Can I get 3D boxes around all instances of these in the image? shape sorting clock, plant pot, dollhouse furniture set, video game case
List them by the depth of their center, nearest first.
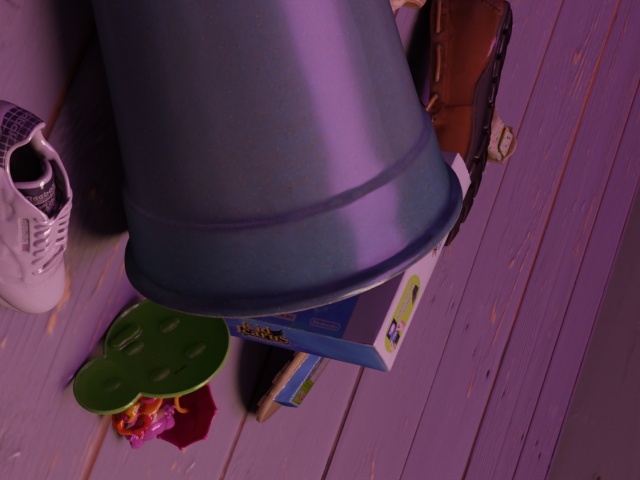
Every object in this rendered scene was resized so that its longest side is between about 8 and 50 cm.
[{"bbox_3d":[-0.059,-0.159,1.410,0.341,0.341,0.334,-46,133,-47],"label":"plant pot"},{"bbox_3d":[-0.007,-0.002,1.611,0.244,0.269,0.061,-64,149,-26],"label":"video game case"},{"bbox_3d":[-0.014,0.140,1.845,0.206,0.040,0.206,-55,172,-11],"label":"shape sorting clock"},{"bbox_3d":[0.254,-0.200,2.236,0.182,0.101,0.161,35,69,-62],"label":"dollhouse furniture set"}]

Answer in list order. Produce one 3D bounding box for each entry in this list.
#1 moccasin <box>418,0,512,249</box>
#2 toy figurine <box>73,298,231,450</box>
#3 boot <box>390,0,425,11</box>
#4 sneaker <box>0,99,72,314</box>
[{"bbox_3d":[0.158,-0.162,2.044,0.139,0.147,0.380,39,62,-77],"label":"moccasin"},{"bbox_3d":[-0.168,0.167,1.569,0.173,0.130,0.159,-35,145,-25],"label":"toy figurine"},{"bbox_3d":[0.039,-0.245,1.794,0.262,0.095,0.204,1,100,-62],"label":"boot"},{"bbox_3d":[-0.258,-0.019,1.304,0.090,0.094,0.235,-57,149,-38],"label":"sneaker"}]
